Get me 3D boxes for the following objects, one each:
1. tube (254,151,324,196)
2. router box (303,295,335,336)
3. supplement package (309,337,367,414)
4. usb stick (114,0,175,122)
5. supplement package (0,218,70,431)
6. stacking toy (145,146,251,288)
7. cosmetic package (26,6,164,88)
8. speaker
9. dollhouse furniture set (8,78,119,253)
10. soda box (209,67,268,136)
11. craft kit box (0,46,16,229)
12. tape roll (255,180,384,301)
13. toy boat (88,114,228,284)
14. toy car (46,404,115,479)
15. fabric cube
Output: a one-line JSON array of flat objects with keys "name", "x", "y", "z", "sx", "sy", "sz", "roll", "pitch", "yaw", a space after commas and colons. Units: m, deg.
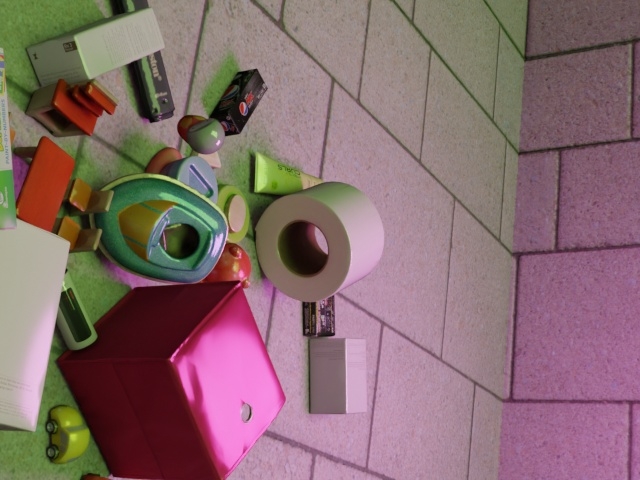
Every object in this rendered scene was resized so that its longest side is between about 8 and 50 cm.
[{"name": "tube", "x": -0.076, "y": -0.135, "z": 2.395, "sx": 0.240, "sy": 0.062, "sz": 0.070, "roll": 14, "pitch": 33, "yaw": -53}, {"name": "router box", "x": -0.003, "y": 0.171, "z": 2.489, "sx": 0.092, "sy": 0.038, "sz": 0.122, "roll": 10, "pitch": 77, "yaw": -59}, {"name": "supplement package", "x": 0.043, "y": 0.325, "z": 2.480, "sx": 0.105, "sy": 0.105, "sz": 0.179, "roll": 13, "pitch": 75, "yaw": -59}, {"name": "usb stick", "x": -0.340, "y": -0.367, "z": 1.988, "sx": 0.077, "sy": 0.045, "sz": 0.278, "roll": -34, "pitch": 115, "yaw": -57}, {"name": "supplement package", "x": -0.508, "y": 0.118, "z": 1.505, "sx": 0.175, "sy": 0.177, "sz": 0.293, "roll": 32, "pitch": 60, "yaw": -54}, {"name": "stacking toy", "x": -0.204, "y": -0.066, "z": 2.093, "sx": 0.279, "sy": 0.130, "sz": 0.309, "roll": -55, "pitch": 132, "yaw": -47}, {"name": "cosmetic package", "x": -0.391, "y": -0.341, "z": 1.828, "sx": 0.231, "sy": 0.117, "sz": 0.085, "roll": -43, "pitch": 121, "yaw": -52}, {"name": "speaker", "x": -0.430, "y": 0.116, "z": 1.759, "sx": 0.055, "sy": 0.055, "sz": 0.136, "roll": -48, "pitch": 126, "yaw": -51}, {"name": "dollhouse furniture set", "x": -0.437, "y": -0.135, "z": 1.700, "sx": 0.262, "sy": 0.135, "sz": 0.259, "roll": 44, "pitch": 50, "yaw": -48}, {"name": "soda box", "x": -0.177, "y": -0.300, "z": 2.247, "sx": 0.060, "sy": 0.053, "sz": 0.169, "roll": 61, "pitch": 38, "yaw": -34}, {"name": "craft kit box", "x": -0.534, "y": -0.129, "z": 1.428, "sx": 0.061, "sy": 0.247, "sz": 0.249, "roll": -4, "pitch": 90, "yaw": -58}, {"name": "tape roll", "x": 0.000, "y": 0.000, "z": 2.318, "sx": 0.169, "sy": 0.246, "sz": 0.246, "roll": -24, "pitch": 106, "yaw": -57}, {"name": "toy boat", "x": -0.266, "y": -0.078, "z": 1.860, "sx": 0.267, "sy": 0.148, "sz": 0.318, "roll": 19, "pitch": 95, "yaw": -27}, {"name": "toy car", "x": -0.424, "y": 0.423, "z": 1.726, "sx": 0.225, "sy": 0.053, "sz": 0.239, "roll": -55, "pitch": 131, "yaw": -48}, {"name": "fabric cube", "x": -0.254, "y": 0.247, "z": 1.838, "sx": 0.254, "sy": 0.259, "sz": 0.258, "roll": -47, "pitch": 126, "yaw": -50}]
